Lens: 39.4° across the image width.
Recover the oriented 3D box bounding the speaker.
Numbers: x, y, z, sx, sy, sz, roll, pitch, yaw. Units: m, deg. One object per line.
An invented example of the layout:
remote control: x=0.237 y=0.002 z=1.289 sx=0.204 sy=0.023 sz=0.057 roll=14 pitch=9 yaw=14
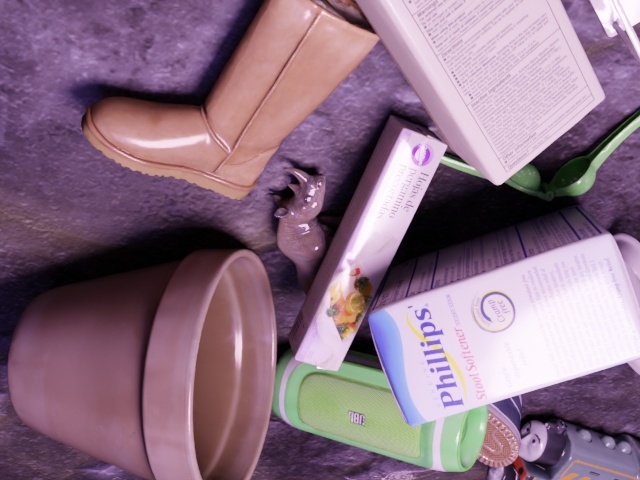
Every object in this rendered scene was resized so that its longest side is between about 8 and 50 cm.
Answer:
speaker: x=0.079 y=0.234 z=1.269 sx=0.297 sy=0.131 sz=0.131 roll=10 pitch=139 yaw=29

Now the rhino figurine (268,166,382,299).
rhino figurine: x=0.000 y=0.000 z=1.167 sx=0.106 sy=0.073 sz=0.243 roll=-20 pitch=129 yaw=7

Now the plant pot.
plant pot: x=-0.234 y=0.167 z=1.169 sx=0.280 sy=0.323 sz=0.323 roll=2 pitch=134 yaw=15

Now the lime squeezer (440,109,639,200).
lime squeezer: x=0.277 y=-0.097 z=1.115 sx=0.310 sy=0.058 sz=0.110 roll=-10 pitch=132 yaw=5

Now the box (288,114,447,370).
box: x=0.052 y=0.008 z=1.102 sx=0.063 sy=0.067 sz=0.324 roll=19 pitch=107 yaw=-19

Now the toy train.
toy train: x=0.452 y=0.406 z=1.544 sx=0.334 sy=0.142 sz=0.190 roll=21 pitch=115 yaw=-20

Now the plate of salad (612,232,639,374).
plate of salad: x=0.429 y=0.086 z=1.200 sx=0.048 sy=0.200 sz=0.199 roll=-12 pitch=133 yaw=-6

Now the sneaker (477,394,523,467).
sneaker: x=0.206 y=0.197 z=1.361 sx=0.099 sy=0.153 sz=0.282 roll=-38 pitch=95 yaw=29

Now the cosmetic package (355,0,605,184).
cosmetic package: x=0.153 y=-0.223 z=0.923 sx=0.160 sy=0.113 sz=0.309 roll=-39 pitch=126 yaw=0

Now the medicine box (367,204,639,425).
medicine box: x=0.225 y=0.082 z=1.112 sx=0.289 sy=0.263 sz=0.149 roll=-20 pitch=96 yaw=12

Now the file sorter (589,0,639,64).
file sorter: x=0.371 y=-0.314 z=0.826 sx=0.278 sy=0.173 sz=0.193 roll=-28 pitch=116 yaw=20

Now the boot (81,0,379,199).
boot: x=-0.102 y=-0.182 z=0.989 sx=0.236 sy=0.089 sz=0.269 roll=15 pitch=131 yaw=-35
